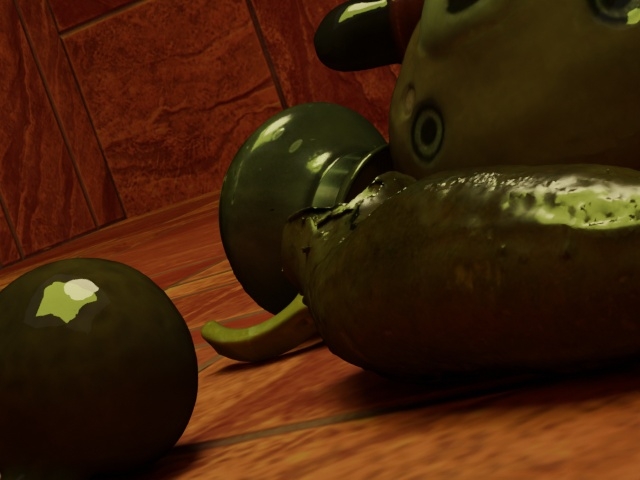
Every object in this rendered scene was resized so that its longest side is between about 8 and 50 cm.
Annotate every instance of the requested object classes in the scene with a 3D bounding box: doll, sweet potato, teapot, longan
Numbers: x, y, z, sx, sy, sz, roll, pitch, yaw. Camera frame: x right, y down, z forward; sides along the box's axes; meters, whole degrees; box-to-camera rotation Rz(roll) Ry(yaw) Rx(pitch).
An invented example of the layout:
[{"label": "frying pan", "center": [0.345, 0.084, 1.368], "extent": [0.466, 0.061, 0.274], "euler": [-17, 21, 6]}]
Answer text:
[{"label": "doll", "center": [0.111, -0.125, 0.701], "extent": [0.235, 0.330, 0.174], "euler": [-29, -38, 23]}, {"label": "sweet potato", "center": [0.078, 0.003, 0.522], "extent": [0.112, 0.085, 0.285], "euler": [-40, 16, -36]}, {"label": "teapot", "center": [0.000, 0.000, 0.777], "extent": [0.119, 0.130, 0.166], "euler": [11, 60, 48]}, {"label": "longan", "center": [-0.105, 0.064, 0.586], "extent": [0.106, 0.106, 0.119], "euler": [-15, 46, 40]}]
